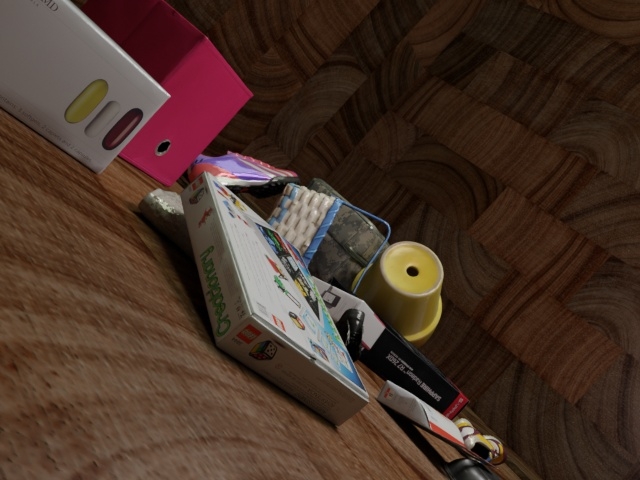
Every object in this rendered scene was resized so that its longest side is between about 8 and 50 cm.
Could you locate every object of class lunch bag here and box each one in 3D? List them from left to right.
[{"bbox_3d":[0.011,0.006,1.927,0.305,0.256,0.212,44,0,30],"label":"lunch bag"}]

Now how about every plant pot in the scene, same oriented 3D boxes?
[{"bbox_3d":[0.209,0.135,1.738,0.254,0.254,0.239,43,-30,17],"label":"plant pot"}]

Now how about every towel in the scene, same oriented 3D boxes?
[{"bbox_3d":[-0.154,0.007,0.985,0.187,0.049,0.282,42,1,1],"label":"towel"}]

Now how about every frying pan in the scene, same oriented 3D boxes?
[{"bbox_3d":[0.320,0.445,1.076,0.326,0.053,0.197,38,3,-31],"label":"frying pan"}]

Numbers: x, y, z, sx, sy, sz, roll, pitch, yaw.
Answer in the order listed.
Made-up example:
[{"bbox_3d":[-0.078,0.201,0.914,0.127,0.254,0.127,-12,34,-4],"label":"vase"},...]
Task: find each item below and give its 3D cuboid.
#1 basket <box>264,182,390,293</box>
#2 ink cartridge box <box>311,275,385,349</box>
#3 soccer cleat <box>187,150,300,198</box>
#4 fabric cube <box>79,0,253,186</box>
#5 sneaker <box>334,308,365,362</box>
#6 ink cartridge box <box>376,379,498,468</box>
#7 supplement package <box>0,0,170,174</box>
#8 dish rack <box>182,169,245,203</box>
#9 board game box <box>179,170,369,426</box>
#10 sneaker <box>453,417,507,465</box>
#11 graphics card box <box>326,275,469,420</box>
[{"bbox_3d":[0.000,0.000,1.672,0.289,0.255,0.201,32,-6,3],"label":"basket"},{"bbox_3d":[0.039,0.144,1.335,0.150,0.063,0.109,23,-18,44],"label":"ink cartridge box"},{"bbox_3d":[-0.184,-0.170,1.657,0.318,0.108,0.117,-6,74,-41],"label":"soccer cleat"},{"bbox_3d":[-0.333,-0.303,1.282,0.259,0.258,0.254,43,0,19],"label":"fabric cube"},{"bbox_3d":[0.046,0.183,1.193,0.051,0.089,0.170,13,-34,-5],"label":"sneaker"},{"bbox_3d":[0.197,0.301,1.096,0.179,0.045,0.145,16,-18,44],"label":"ink cartridge box"},{"bbox_3d":[-0.358,-0.244,0.841,0.204,0.145,0.262,43,1,41],"label":"supplement package"},{"bbox_3d":[-0.289,-0.146,1.804,0.208,0.074,0.271,44,1,44],"label":"dish rack"},{"bbox_3d":[-0.063,0.056,0.784,0.193,0.053,0.305,43,11,-34],"label":"board game box"},{"bbox_3d":[0.349,0.457,1.436,0.185,0.069,0.084,35,13,-29],"label":"sneaker"},{"bbox_3d":[0.159,0.255,1.543,0.371,0.094,0.233,43,1,-30],"label":"graphics card box"}]
